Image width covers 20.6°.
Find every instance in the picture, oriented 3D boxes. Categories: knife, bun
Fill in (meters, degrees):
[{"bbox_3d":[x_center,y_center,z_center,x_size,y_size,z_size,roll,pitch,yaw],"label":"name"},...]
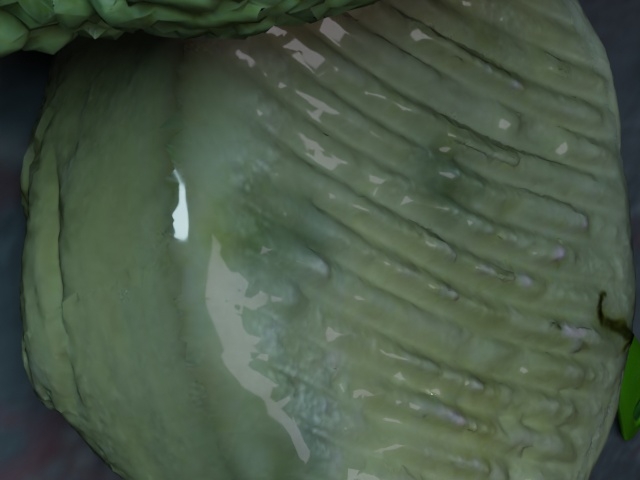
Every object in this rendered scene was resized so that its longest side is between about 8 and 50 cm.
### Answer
[{"bbox_3d":[0.117,0.041,0.751,0.078,0.023,0.166,-48,135,-12],"label":"knife"},{"bbox_3d":[0.000,0.000,0.537,0.210,0.116,0.237,6,80,-43],"label":"bun"}]

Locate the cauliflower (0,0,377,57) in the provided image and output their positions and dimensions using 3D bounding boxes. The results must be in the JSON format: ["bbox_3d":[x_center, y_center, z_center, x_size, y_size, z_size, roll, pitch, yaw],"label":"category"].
[{"bbox_3d":[-0.020,-0.175,0.351,0.275,0.272,0.250,-29,86,-31],"label":"cauliflower"}]
